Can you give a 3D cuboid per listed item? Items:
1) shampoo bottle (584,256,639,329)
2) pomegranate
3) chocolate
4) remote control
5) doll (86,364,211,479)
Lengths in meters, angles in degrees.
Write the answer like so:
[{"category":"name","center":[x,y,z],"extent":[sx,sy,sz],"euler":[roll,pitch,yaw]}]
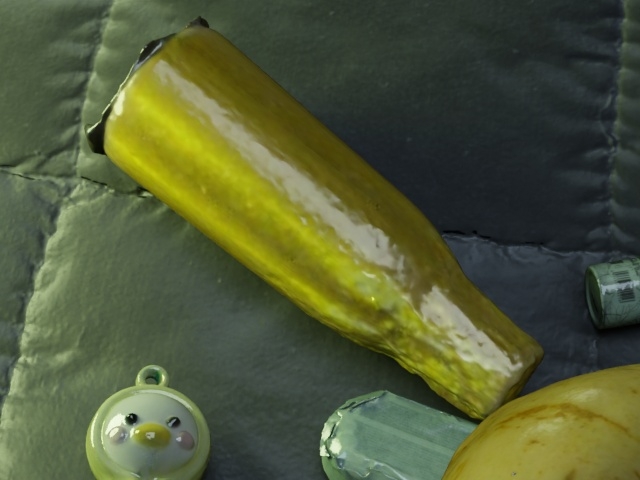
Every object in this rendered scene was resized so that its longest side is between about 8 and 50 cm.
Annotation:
[{"category":"shampoo bottle","center":[0.342,0.033,1.726],"extent":[0.204,0.065,0.065],"euler":[-9,61,-6]},{"category":"pomegranate","center":[0.235,0.249,1.410],"extent":[0.342,0.342,0.342],"euler":[0,61,-1]},{"category":"chocolate","center":[0.000,0.000,1.700],"extent":[0.445,0.162,0.162],"euler":[41,67,15]},{"category":"remote control","center":[0.119,0.201,1.634],"extent":[0.247,0.052,0.104],"euler":[19,58,11]},{"category":"doll","center":[-0.145,0.229,1.574],"extent":[0.141,0.117,0.296],"euler":[1,61,-4]}]
